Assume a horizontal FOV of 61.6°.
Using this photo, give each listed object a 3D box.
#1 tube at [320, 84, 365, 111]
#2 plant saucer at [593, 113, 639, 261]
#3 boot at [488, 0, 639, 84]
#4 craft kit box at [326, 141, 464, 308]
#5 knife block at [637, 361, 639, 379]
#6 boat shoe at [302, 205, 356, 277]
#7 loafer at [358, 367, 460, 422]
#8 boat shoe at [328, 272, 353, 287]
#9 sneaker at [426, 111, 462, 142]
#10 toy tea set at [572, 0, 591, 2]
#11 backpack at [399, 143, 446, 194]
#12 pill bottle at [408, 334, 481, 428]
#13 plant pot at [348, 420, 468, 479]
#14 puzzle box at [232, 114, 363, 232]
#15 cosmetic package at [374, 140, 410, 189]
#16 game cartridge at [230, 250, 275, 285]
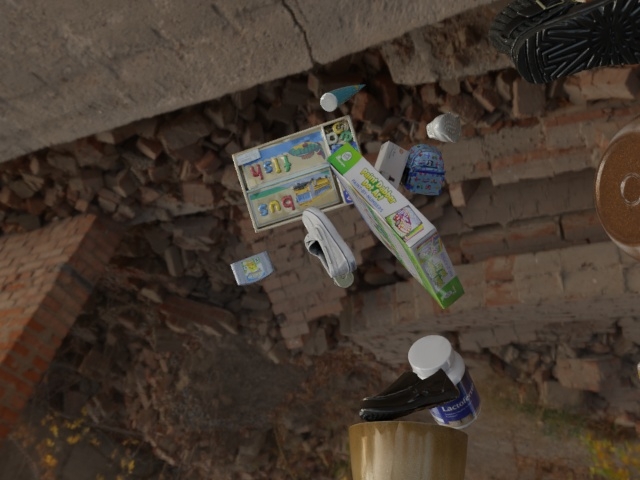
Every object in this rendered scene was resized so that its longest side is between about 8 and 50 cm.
[{"bbox_3d":[0.064,-0.430,1.586,0.080,0.207,0.052,-1,114,26],"label":"tube"},{"bbox_3d":[0.405,-0.065,0.676,0.036,0.199,0.199,-3,141,-8],"label":"plant saucer"},{"bbox_3d":[0.519,-0.428,1.046,0.347,0.260,0.131,-9,121,13],"label":"boot"},{"bbox_3d":[0.134,-0.022,0.942,0.061,0.247,0.250,-37,143,2],"label":"craft kit box"},{"bbox_3d":[0.728,0.211,0.919,0.242,0.088,0.276,11,136,6],"label":"knife block"},{"bbox_3d":[0.000,0.000,1.441,0.084,0.258,0.095,-23,133,-16],"label":"boat shoe"},{"bbox_3d":[0.167,0.302,1.062,0.220,0.078,0.080,-4,151,-25],"label":"loafer"},{"bbox_3d":[0.035,0.050,1.813,0.233,0.084,0.079,67,170,-4],"label":"boat shoe"},{"bbox_3d":[0.362,-0.333,1.617,0.094,0.235,0.090,-3,97,24],"label":"sneaker"},{"bbox_3d":[0.670,-0.739,1.497,0.124,0.336,0.200,-11,124,7],"label":"toy tea set"},{"bbox_3d":[0.391,-0.266,2.003,0.158,0.117,0.173,10,106,-12],"label":"backpack"},{"bbox_3d":[0.355,0.406,1.547,0.153,0.153,0.265,-11,124,29],"label":"pill bottle"},{"bbox_3d":[0.163,0.497,1.020,0.237,0.254,0.237,5,152,3],"label":"plant pot"},{"bbox_3d":[-0.057,-0.207,1.726,0.408,0.052,0.272,-17,92,11],"label":"puzzle box"},{"bbox_3d":[0.243,-0.235,1.968,0.098,0.239,0.060,25,165,-18],"label":"cosmetic package"},{"bbox_3d":[-0.141,0.061,1.133,0.083,0.056,0.017,-22,170,-8],"label":"game cartridge"}]
